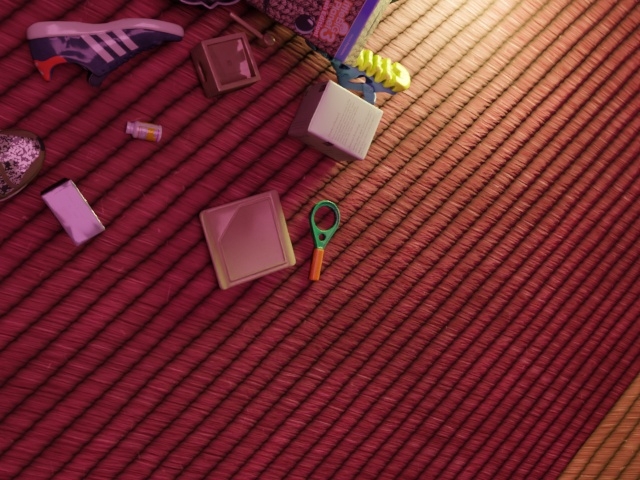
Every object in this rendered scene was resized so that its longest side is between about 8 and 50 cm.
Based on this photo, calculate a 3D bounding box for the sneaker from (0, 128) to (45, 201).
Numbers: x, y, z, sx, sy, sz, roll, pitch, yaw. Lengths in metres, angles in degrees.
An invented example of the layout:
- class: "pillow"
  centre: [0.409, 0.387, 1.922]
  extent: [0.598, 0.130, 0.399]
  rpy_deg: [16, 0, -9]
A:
- class: "sneaker"
  centre: [-0.786, -0.125, 1.321]
  extent: [0.410, 0.182, 0.158]
  rpy_deg: [-28, 106, -21]

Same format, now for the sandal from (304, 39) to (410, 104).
- class: "sandal"
  centre: [0.087, -0.475, 1.731]
  extent: [0.317, 0.138, 0.126]
  rpy_deg: [30, 46, -16]

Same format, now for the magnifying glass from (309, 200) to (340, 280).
- class: "magnifying glass"
  centre: [0.000, 0.000, 1.792]
  extent: [0.092, 0.026, 0.230]
  rpy_deg: [10, 89, -26]

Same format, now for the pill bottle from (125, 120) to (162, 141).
- class: "pill bottle"
  centre: [-0.439, -0.272, 1.546]
  extent: [0.083, 0.043, 0.043]
  rpy_deg: [8, 92, -25]

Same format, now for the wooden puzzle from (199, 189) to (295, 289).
- class: "wooden puzzle"
  centre: [-0.196, -0.004, 1.692]
  extent: [0.239, 0.044, 0.220]
  rpy_deg: [-20, 103, -27]

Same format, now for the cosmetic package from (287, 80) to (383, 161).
- class: "cosmetic package"
  centre: [0.039, -0.322, 1.706]
  extent: [0.184, 0.151, 0.151]
  rpy_deg: [24, 85, -24]

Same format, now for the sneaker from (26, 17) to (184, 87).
- class: "sneaker"
  centre: [-0.493, -0.439, 1.469]
  extent: [0.350, 0.131, 0.148]
  rpy_deg: [-10, 106, -18]

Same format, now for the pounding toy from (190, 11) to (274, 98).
- class: "pounding toy"
  centre: [-0.222, -0.484, 1.606]
  extent: [0.206, 0.094, 0.181]
  rpy_deg: [-25, 100, -31]

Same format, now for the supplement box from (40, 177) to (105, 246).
- class: "supplement box"
  centre: [-0.561, -0.069, 1.400]
  extent: [0.073, 0.239, 0.130]
  rpy_deg: [-35, 108, -17]

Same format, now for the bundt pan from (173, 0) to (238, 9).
- class: "bundt pan"
  centre: [-0.301, -0.721, 1.522]
  extent: [0.331, 0.124, 0.330]
  rpy_deg: [-2, 96, -24]

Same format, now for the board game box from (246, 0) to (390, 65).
- class: "board game box"
  centre: [0.008, -0.608, 1.536]
  extent: [0.291, 0.141, 0.232]
  rpy_deg: [33, 108, 5]
